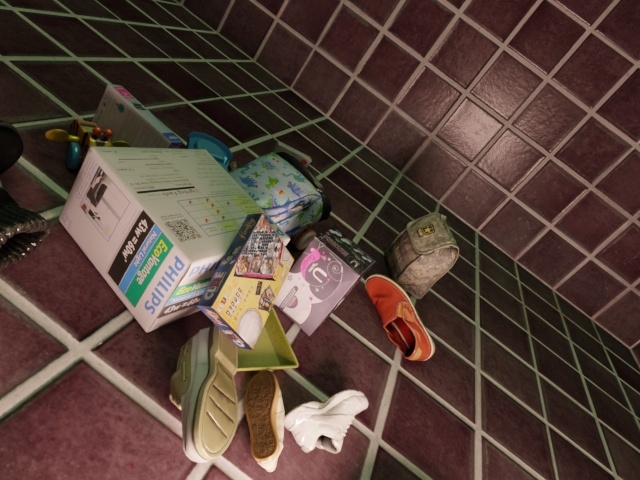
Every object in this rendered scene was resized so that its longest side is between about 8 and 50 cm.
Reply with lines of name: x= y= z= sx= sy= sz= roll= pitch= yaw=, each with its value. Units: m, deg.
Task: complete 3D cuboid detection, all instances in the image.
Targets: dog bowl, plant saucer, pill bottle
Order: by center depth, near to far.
plant saucer: x=-0.166 y=0.236 z=1.110 sx=0.189 sy=0.045 sz=0.188 roll=11 pitch=37 yaw=-41
pill bottle: x=-0.093 y=-0.046 z=1.601 sx=0.152 sy=0.086 sz=0.086 roll=46 pitch=28 yaw=16
dog bowl: x=-0.384 y=-0.262 z=1.613 sx=0.166 sy=0.074 sz=0.297 roll=17 pitch=33 yaw=-34

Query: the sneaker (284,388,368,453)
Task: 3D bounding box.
sneaker: x=0.027 y=0.409 z=1.040 sx=0.232 sy=0.090 sz=0.115 roll=-4 pitch=53 yaw=-40

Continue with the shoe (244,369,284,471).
shoe: x=-0.113 y=0.365 z=0.964 sx=0.219 sy=0.077 sz=0.058 roll=-101 pitch=173 yaw=-55

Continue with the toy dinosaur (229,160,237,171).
toy dinosaur: x=-0.277 y=-0.216 z=1.703 sx=0.113 sy=0.064 sz=0.211 roll=-3 pitch=34 yaw=-27

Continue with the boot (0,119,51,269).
boot: x=-0.656 y=-0.097 z=0.953 sx=0.260 sy=0.131 sz=0.347 roll=27 pitch=38 yaw=-5

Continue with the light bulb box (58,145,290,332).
light bulb box: x=-0.337 y=-0.027 z=1.125 sx=0.361 sy=0.225 sz=0.358 roll=46 pitch=28 yaw=15

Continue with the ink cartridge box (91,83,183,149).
ink cartridge box: x=-0.522 y=-0.276 z=1.343 sx=0.311 sy=0.185 sz=0.065 roll=43 pitch=25 yaw=10

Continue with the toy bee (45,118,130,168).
toy bee: x=-0.590 y=-0.246 z=1.239 sx=0.298 sy=0.162 sz=0.195 roll=43 pitch=30 yaw=17

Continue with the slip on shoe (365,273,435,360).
slip on shoe: x=0.242 y=0.243 z=1.519 sx=0.101 sy=0.123 sz=0.331 roll=1 pitch=48 yaw=-44

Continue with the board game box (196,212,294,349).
board game box: x=-0.149 y=0.085 z=1.003 sx=0.165 sy=0.042 sz=0.243 roll=60 pitch=42 yaw=-41

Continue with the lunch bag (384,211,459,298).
lunch bag: x=0.399 y=0.042 z=1.831 sx=0.169 sy=0.287 sz=0.235 roll=27 pitch=29 yaw=-20

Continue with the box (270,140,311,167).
box: x=-0.144 y=-0.267 z=1.782 sx=0.145 sy=0.186 sz=0.038 roll=23 pitch=30 yaw=-25

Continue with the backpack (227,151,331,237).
backpack: x=-0.170 y=-0.119 z=1.438 sx=0.356 sy=0.273 sz=0.290 roll=-36 pitch=72 yaw=-25

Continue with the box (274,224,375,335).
box: x=0.001 y=0.109 z=1.288 sx=0.163 sy=0.247 sz=0.142 roll=41 pitch=26 yaw=8

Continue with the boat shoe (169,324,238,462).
boat shoe: x=-0.225 y=0.288 z=0.892 sx=0.302 sy=0.104 sz=0.113 roll=-98 pitch=163 yaw=-60
